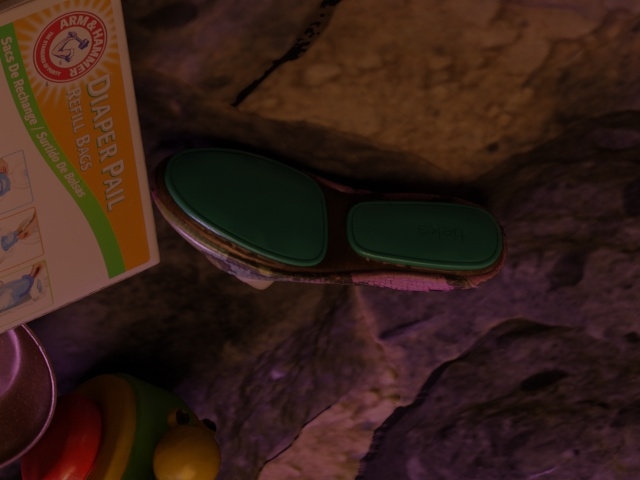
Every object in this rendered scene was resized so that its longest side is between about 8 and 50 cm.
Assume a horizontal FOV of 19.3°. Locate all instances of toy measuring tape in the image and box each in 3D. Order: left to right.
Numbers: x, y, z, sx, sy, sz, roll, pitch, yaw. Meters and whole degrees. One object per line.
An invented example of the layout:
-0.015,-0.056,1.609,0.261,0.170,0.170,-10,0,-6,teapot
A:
-0.168,0.160,1.244,0.121,0.121,0.330,26,148,-31,toy measuring tape

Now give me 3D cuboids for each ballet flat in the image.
0.000,0.000,1.113,0.221,0.077,0.079,8,152,-18,ballet flat

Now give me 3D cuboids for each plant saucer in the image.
-0.257,0.072,1.146,0.198,0.036,0.198,1,134,1,plant saucer

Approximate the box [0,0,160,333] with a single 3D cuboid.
-0.161,-0.070,0.958,0.103,0.114,0.203,-25,139,-20,box
